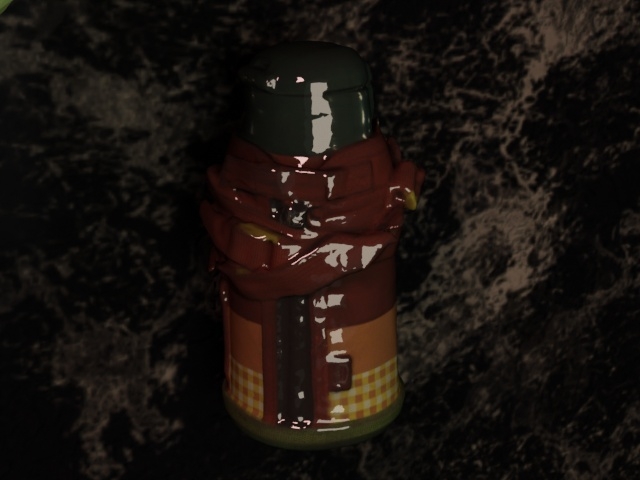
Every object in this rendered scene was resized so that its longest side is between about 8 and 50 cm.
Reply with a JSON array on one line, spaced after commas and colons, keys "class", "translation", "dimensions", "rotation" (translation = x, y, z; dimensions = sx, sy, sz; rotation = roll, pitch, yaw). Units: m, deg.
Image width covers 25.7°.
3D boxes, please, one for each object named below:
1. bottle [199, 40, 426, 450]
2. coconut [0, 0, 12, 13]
[{"class": "bottle", "translation": [0.000, 0.000, 0.961], "dimensions": [0.156, 0.143, 0.271], "rotation": [-12, 113, -29]}, {"class": "coconut", "translation": [-0.269, -0.202, 0.609], "dimensions": [0.328, 0.328, 0.281], "rotation": [-60, 166, 1]}]
